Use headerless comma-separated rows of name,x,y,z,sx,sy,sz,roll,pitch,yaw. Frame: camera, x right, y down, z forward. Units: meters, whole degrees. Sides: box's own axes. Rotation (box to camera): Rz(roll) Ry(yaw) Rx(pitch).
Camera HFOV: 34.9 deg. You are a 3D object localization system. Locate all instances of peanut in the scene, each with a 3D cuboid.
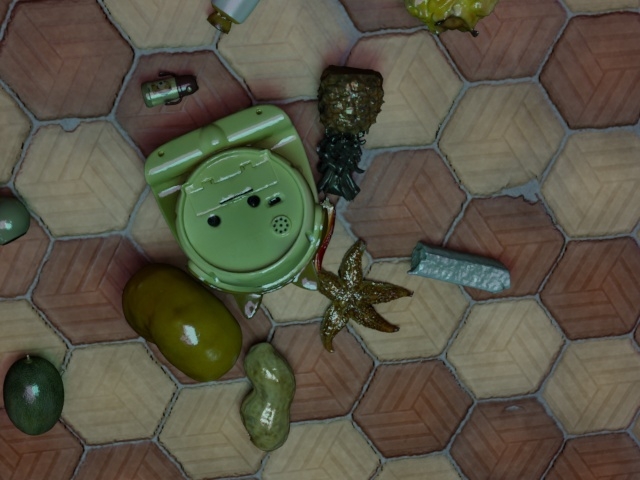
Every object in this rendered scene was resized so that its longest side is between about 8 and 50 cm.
peanut,-0.104,0.310,2.020,0.103,0.098,0.229,-5,107,-33

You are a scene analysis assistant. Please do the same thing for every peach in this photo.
peach,-0.256,0.154,1.881,0.153,0.251,0.251,-41,110,-23

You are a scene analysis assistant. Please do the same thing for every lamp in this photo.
lamp,-0.594,-0.073,1.850,0.091,0.091,0.163,-27,94,2

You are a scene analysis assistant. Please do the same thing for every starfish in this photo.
starfish,0.064,0.119,2.008,0.227,0.043,0.240,19,107,-11

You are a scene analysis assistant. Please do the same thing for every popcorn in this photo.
popcorn,0.234,-0.433,1.799,0.167,0.148,0.152,-11,79,20

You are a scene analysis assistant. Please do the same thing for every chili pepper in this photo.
chili pepper,0.000,0.000,1.950,0.045,0.027,0.178,8,88,-4

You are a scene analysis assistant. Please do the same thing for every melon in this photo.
melon,-0.550,0.292,1.951,0.114,0.114,0.167,-5,111,-5

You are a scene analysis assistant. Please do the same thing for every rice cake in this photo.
rice cake,0.272,0.053,1.999,0.207,0.069,0.063,14,107,-8

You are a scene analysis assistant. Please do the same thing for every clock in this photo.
clock,-0.132,-0.046,1.818,0.286,0.117,0.348,-24,79,1

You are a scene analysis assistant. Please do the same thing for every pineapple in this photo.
pineapple,0.045,-0.194,1.867,0.128,0.128,0.248,5,111,-9

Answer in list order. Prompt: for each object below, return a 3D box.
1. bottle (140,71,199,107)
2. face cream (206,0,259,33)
bottle,-0.271,-0.275,1.838,0.101,0.047,0.063,-15,98,-3
face cream,-0.133,-0.450,1.796,0.072,0.051,0.182,33,100,-16
